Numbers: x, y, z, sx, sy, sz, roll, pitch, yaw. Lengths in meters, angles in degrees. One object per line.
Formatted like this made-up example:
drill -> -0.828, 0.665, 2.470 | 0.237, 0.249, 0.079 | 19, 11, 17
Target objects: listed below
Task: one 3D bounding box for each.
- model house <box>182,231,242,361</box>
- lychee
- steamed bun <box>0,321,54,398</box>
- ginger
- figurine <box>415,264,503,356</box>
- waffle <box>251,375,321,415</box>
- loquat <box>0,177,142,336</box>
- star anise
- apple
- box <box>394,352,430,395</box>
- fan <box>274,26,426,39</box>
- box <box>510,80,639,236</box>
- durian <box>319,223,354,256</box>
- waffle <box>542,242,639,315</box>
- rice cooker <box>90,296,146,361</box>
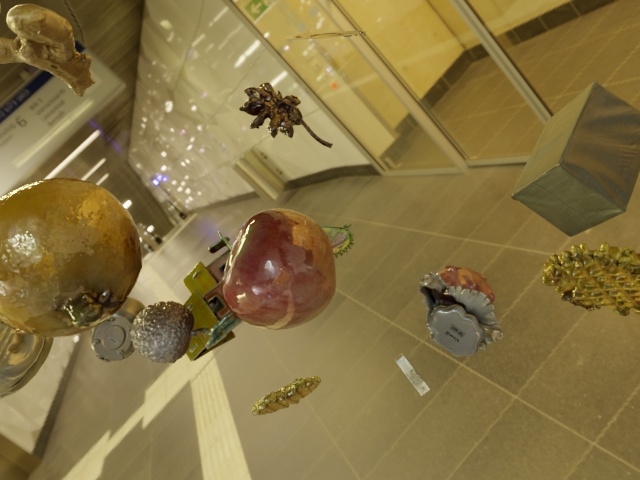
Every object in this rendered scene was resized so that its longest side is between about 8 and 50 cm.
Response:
model house -> -0.335, 0.177, 1.590 | 0.324, 0.300, 0.340 | -39, -16, -9
lychee -> -0.394, 0.239, 1.361 | 0.165, 0.198, 0.165 | -169, 90, -88
steamed bun -> -0.939, 0.300, 1.430 | 0.342, 0.368, 0.255 | -102, 22, -49
ginger -> -0.778, -0.553, 1.516 | 0.363, 0.122, 0.348 | -16, -10, 36
figurine -> 0.302, 0.145, 1.167 | 0.166, 0.207, 0.387 | -58, -8, 14
waffle -> -0.132, 0.598, 2.012 | 0.291, 0.051, 0.291 | -22, -24, -10
loquat -> -0.516, 0.051, 1.053 | 0.328, 0.328, 0.359 | -45, 53, 1
star anise -> -0.087, -0.317, 1.300 | 0.073, 0.234, 0.177 | -43, 52, 43
apple -> -0.099, 0.078, 1.343 | 0.345, 0.270, 0.344 | -161, 90, -77
box -> 0.186, 0.270, 1.064 | 0.024, 0.083, 0.054 | -37, -6, -1
fan -> 0.069, -0.415, 1.052 | 0.329, 0.009, 0.190 | -4, 24, 0
box -> 0.505, -0.153, 1.012 | 0.231, 0.149, 0.155 | -56, 1, -25
durian -> -0.001, 0.008, 1.640 | 0.095, 0.221, 0.137 | 107, 158, -61
waffle -> 0.542, 0.078, 0.979 | 0.228, 0.232, 0.051 | 87, -158, -62
rice cooker -> -0.604, 0.269, 1.570 | 0.206, 0.145, 0.127 | -59, 11, 10
